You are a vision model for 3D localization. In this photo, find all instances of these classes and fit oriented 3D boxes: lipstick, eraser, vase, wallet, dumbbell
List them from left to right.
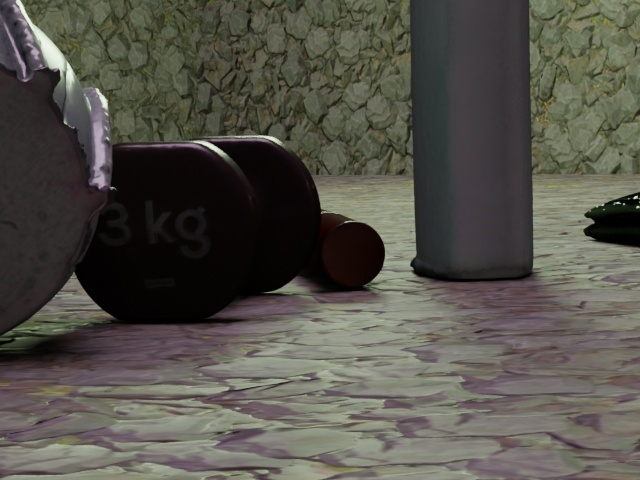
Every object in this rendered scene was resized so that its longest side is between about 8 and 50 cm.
[{"bbox_3d":[-0.285,-0.079,1.213,0.250,0.250,0.445,-3,17,-17],"label":"vase"},{"bbox_3d":[-0.088,-0.013,1.309,0.140,0.124,0.225,0,4,12],"label":"dumbbell"},{"bbox_3d":[0.000,0.000,1.562,0.057,0.057,0.356,-2,3,-8],"label":"lipstick"},{"bbox_3d":[0.125,-0.116,1.509,0.104,0.290,0.189,-1,7,2],"label":"eraser"},{"bbox_3d":[0.371,-0.036,1.753,0.160,0.055,0.236,-15,7,-14],"label":"wallet"}]
